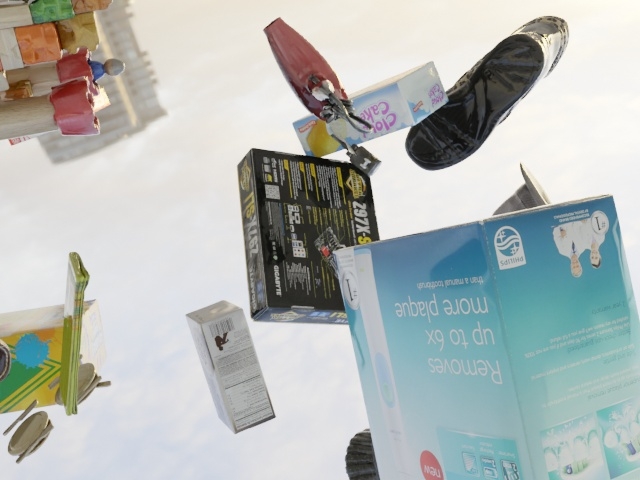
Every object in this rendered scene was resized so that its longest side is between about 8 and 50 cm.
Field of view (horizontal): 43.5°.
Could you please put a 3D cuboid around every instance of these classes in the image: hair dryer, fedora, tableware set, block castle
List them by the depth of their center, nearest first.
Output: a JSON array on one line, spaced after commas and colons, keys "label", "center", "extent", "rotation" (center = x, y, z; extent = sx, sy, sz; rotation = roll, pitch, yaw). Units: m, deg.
[{"label": "block castle", "center": [-0.416, -0.390, 1.148], "extent": [0.213, 0.453, 0.303], "rotation": [-12, -152, -10]}, {"label": "hair dryer", "center": [0.009, -0.251, 1.281], "extent": [0.080, 0.223, 0.293], "rotation": [-38, -110, -5]}, {"label": "tableware set", "center": [-0.444, 0.290, 1.354], "extent": [0.194, 0.039, 0.128], "rotation": [-47, -149, -14]}, {"label": "fedora", "center": [0.416, -0.005, 1.546], "extent": [0.124, 0.244, 0.275], "rotation": [-36, -117, 16]}]

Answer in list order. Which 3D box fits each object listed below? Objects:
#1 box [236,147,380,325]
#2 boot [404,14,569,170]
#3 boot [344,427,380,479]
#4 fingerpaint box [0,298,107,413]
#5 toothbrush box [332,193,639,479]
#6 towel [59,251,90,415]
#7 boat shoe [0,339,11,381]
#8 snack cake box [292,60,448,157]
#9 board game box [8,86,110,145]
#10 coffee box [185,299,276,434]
[{"label": "box", "center": [-0.014, -0.005, 1.491], "extent": [0.257, 0.322, 0.079], "rotation": [6, 154, -29]}, {"label": "boot", "center": [0.359, -0.317, 1.692], "extent": [0.377, 0.138, 0.284], "rotation": [-49, 175, 41]}, {"label": "boot", "center": [0.170, 0.456, 1.371], "extent": [0.260, 0.131, 0.348], "rotation": [-42, -138, 41]}, {"label": "fingerpaint box", "center": [-0.677, 0.256, 1.731], "extent": [0.371, 0.163, 0.445], "rotation": [-9, -176, -10]}, {"label": "toothbrush box", "center": [0.136, 0.130, 0.620], "extent": [0.126, 0.295, 0.216], "rotation": [-12, 180, -26]}, {"label": "towel", "center": [-0.379, 0.142, 1.230], "extent": [0.021, 0.237, 0.102], "rotation": [2, -160, -24]}, {"label": "boat shoe", "center": [-0.355, 0.121, 0.671], "extent": [0.073, 0.073, 0.207], "rotation": [1, -173, 44]}, {"label": "snack cake box", "center": [0.095, -0.249, 1.556], "extent": [0.264, 0.089, 0.152], "rotation": [-15, -166, 40]}, {"label": "board game box", "center": [-0.547, -0.263, 1.673], "extent": [0.147, 0.045, 0.193], "rotation": [-15, -162, 16]}, {"label": "coffee box", "center": [-0.229, 0.316, 2.030], "extent": [0.119, 0.297, 0.168], "rotation": [-20, -169, -20]}]
